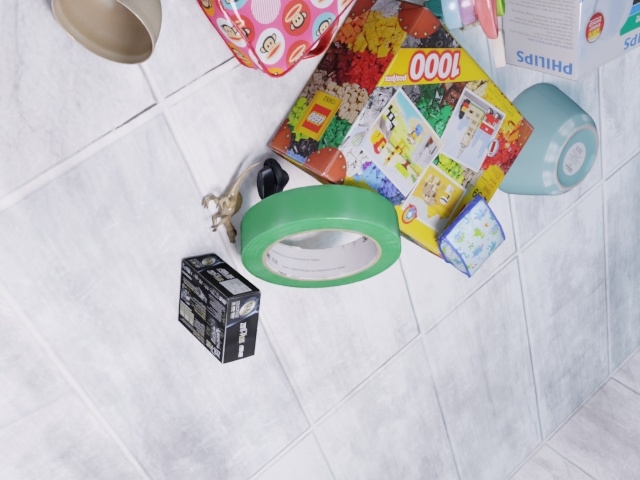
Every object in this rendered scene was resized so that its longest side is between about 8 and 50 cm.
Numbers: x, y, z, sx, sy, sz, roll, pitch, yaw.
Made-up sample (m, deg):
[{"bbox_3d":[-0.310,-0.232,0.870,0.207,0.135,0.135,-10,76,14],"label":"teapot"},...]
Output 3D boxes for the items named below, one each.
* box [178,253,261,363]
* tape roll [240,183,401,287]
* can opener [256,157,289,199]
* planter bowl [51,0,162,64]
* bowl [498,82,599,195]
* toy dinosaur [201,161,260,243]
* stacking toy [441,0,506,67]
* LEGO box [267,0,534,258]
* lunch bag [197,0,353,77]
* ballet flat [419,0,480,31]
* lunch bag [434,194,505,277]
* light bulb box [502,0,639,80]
[{"bbox_3d":[-0.201,0.131,1.508,0.078,0.180,0.147,-11,120,-37],"label":"box"},{"bbox_3d":[0.000,0.000,1.539,0.321,0.321,0.077,25,51,-46],"label":"tape roll"},{"bbox_3d":[-0.100,-0.085,1.567,0.073,0.059,0.186,-22,137,-23],"label":"can opener"},{"bbox_3d":[-0.310,-0.364,1.170,0.162,0.162,0.109,47,53,-45],"label":"planter bowl"},{"bbox_3d":[0.610,-0.243,2.016,0.312,0.163,0.311,-19,124,-32],"label":"bowl"},{"bbox_3d":[-0.182,-0.077,1.514,0.093,0.053,0.183,-20,134,-51],"label":"toy dinosaur"},{"bbox_3d":[0.290,-0.514,1.542,0.279,0.131,0.308,54,37,-57],"label":"stacking toy"},{"bbox_3d":[0.190,-0.223,1.639,0.500,0.193,0.372,29,92,-46],"label":"LEGO box"},{"bbox_3d":[-0.052,-0.440,1.359,0.293,0.120,0.258,-48,136,-10],"label":"lunch bag"},{"bbox_3d":[0.297,-0.493,1.676,0.241,0.091,0.077,-15,153,-30],"label":"ballet flat"},{"bbox_3d":[0.320,-0.014,1.663,0.129,0.096,0.151,-48,145,-9],"label":"lunch bag"},{"bbox_3d":[0.617,-0.612,1.769,0.358,0.225,0.360,-29,129,-26],"label":"light bulb box"}]
